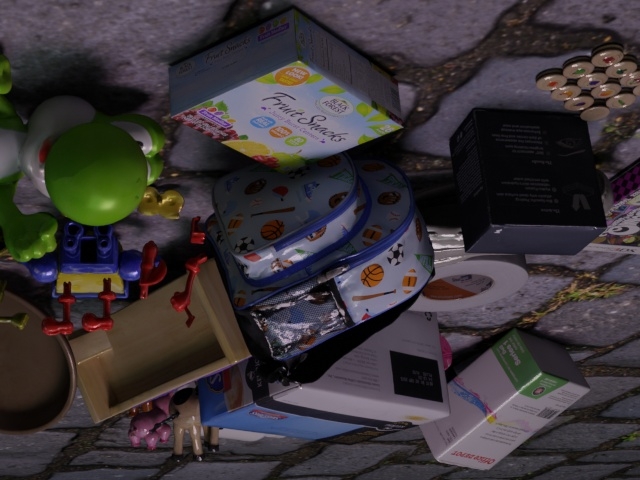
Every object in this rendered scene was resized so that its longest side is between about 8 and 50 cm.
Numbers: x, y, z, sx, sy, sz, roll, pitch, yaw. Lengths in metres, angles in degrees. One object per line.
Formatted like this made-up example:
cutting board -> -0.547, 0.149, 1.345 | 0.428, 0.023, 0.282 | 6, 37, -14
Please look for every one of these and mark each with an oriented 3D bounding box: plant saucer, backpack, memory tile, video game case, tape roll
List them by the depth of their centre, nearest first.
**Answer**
memory tile -> 0.332, -0.185, 1.520 | 0.113, 0.012, 0.148 | -21, 154, 33
backpack -> 0.000, 0.000, 1.585 | 0.263, 0.276, 0.213 | -19, 130, -5
video game case -> 0.479, -0.042, 1.867 | 0.210, 0.041, 0.232 | 4, 156, -27
plant saucer -> -0.492, 0.173, 1.941 | 0.278, 0.041, 0.278 | 7, 121, 12
tape roll -> 0.203, 0.040, 1.955 | 0.219, 0.072, 0.219 | -5, 157, -2

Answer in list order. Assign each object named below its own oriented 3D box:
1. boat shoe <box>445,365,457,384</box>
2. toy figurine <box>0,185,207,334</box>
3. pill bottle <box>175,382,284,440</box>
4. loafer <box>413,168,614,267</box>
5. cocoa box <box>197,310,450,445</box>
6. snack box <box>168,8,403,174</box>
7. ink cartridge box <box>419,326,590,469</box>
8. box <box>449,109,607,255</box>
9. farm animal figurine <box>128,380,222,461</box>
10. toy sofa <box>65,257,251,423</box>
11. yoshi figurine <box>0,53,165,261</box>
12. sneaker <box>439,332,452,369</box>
boat shoe -> 0.152, 0.308, 2.581 | 0.258, 0.089, 0.109 | -10, 168, -2
toy figurine -> -0.338, 0.055, 1.713 | 0.363, 0.191, 0.217 | -1, 162, -9
pill bottle -> -0.155, 0.316, 2.452 | 0.229, 0.131, 0.131 | 16, 149, -43
loafer -> 0.232, -0.042, 1.713 | 0.319, 0.112, 0.111 | -16, 139, 4
cocoa box -> 0.000, 0.177, 2.022 | 0.228, 0.231, 0.347 | -25, 152, 39
snack box -> -0.036, -0.157, 1.412 | 0.174, 0.070, 0.207 | -19, 156, 29
ink cartridge box -> 0.348, 0.311, 2.473 | 0.278, 0.117, 0.201 | -43, 144, 21
box -> 0.254, -0.070, 1.587 | 0.156, 0.158, 0.093 | 2, 157, -17
farm animal figurine -> -0.185, 0.234, 2.155 | 0.327, 0.172, 0.330 | -4, -170, -27
toy sofa -> -0.205, 0.137, 1.899 | 0.362, 0.150, 0.177 | -27, 176, 40
yoshi figurine -> -0.336, -0.086, 1.356 | 0.362, 0.203, 0.203 | -2, 151, -17
sneaker -> 0.110, 0.201, 2.304 | 0.252, 0.103, 0.111 | 5, 160, -11
